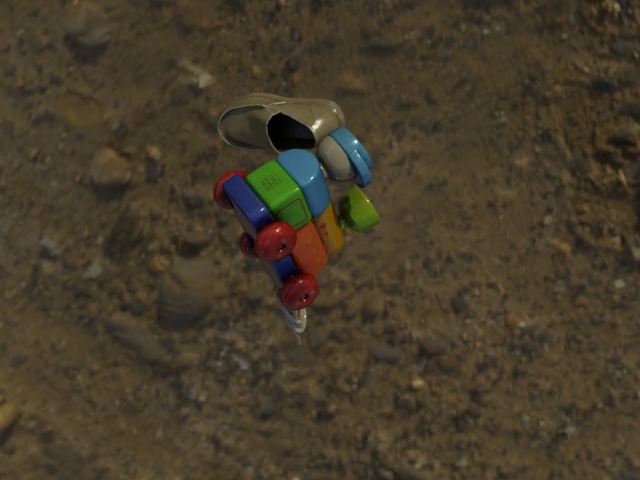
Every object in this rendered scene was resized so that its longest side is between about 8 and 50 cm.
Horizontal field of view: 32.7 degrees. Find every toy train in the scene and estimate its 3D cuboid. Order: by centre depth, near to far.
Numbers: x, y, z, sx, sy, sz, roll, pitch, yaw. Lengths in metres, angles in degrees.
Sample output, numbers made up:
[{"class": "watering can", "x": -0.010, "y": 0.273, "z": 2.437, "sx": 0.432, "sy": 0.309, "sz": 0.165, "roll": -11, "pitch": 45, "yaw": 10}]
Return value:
[{"class": "toy train", "x": 0.000, "y": 0.000, "z": 1.115, "sx": 0.143, "sy": 0.105, "sz": 0.248, "roll": -34, "pitch": 142, "yaw": -8}]

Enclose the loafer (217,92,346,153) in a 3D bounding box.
[{"class": "loafer", "x": -0.048, "y": -0.117, "z": 1.101, "sx": 0.148, "sy": 0.050, "sz": 0.056, "roll": -1, "pitch": 117, "yaw": 31}]
